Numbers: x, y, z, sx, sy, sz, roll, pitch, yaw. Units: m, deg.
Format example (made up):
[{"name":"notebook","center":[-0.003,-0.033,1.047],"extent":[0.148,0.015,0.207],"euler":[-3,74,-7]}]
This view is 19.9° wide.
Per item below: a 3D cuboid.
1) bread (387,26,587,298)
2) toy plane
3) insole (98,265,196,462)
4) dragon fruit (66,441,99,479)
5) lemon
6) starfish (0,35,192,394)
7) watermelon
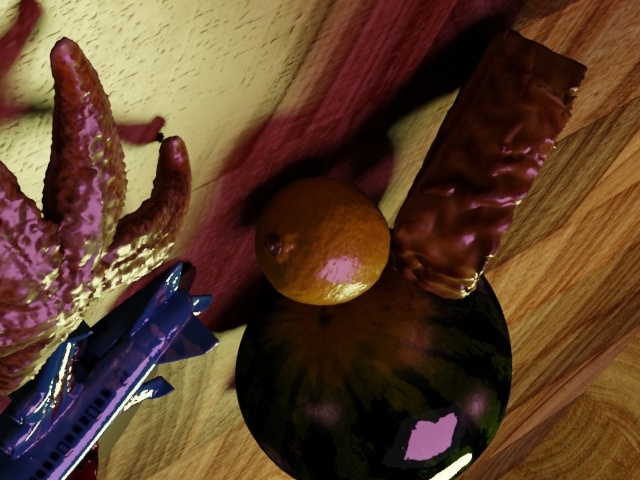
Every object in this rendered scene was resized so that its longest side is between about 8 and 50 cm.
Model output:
[{"name":"bread","center":[0.137,-0.061,1.550],"extent":[0.222,0.096,0.181],"euler":[-62,176,-7]},{"name":"toy plane","center":[-0.194,0.122,1.389],"extent":[0.271,0.105,0.254],"euler":[-38,164,-3]},{"name":"insole","center":[-0.165,0.124,1.596],"extent":[0.111,0.007,0.328],"euler":[-50,173,-39]},{"name":"dragon fruit","center":[-0.257,0.209,1.562],"extent":[0.121,0.127,0.161],"euler":[7,180,-12]},{"name":"lemon","center":[0.000,0.000,1.497],"extent":[0.133,0.109,0.109],"euler":[-1,140,-48]},{"name":"starfish","center":[-0.184,0.015,1.138],"extent":[0.327,0.094,0.375],"euler":[-18,148,-50]},{"name":"watermelon","center":[0.056,0.120,1.715],"extent":[0.269,0.269,0.269],"euler":[-37,164,-12]}]
